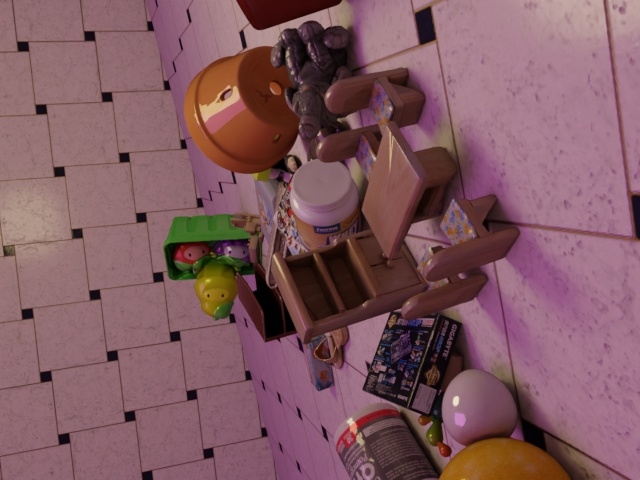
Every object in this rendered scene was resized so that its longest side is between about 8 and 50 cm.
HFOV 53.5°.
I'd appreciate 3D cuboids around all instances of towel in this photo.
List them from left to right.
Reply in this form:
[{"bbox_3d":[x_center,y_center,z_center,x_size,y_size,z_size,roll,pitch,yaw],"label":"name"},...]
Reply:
[{"bbox_3d":[-0.112,-0.024,1.780,0.187,0.049,0.282,-108,28,-75],"label":"towel"}]

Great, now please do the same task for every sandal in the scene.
[{"bbox_3d":[0.019,0.304,1.806,0.240,0.079,0.088,101,148,-55],"label":"sandal"}]

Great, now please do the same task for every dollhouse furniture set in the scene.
[{"bbox_3d":[-0.265,-0.014,2.188,0.144,0.123,0.151,93,-175,-63],"label":"dollhouse furniture set"},{"bbox_3d":[0.073,-0.016,1.085,0.394,0.257,0.362,102,147,-56],"label":"dollhouse furniture set"}]

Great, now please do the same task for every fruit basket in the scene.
[{"bbox_3d":[-0.406,0.100,2.433,0.282,0.392,0.392,98,150,-51],"label":"fruit basket"}]

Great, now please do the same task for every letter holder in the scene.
[{"bbox_3d":[-0.177,0.163,2.162,0.302,0.152,0.214,-134,35,-55],"label":"letter holder"}]

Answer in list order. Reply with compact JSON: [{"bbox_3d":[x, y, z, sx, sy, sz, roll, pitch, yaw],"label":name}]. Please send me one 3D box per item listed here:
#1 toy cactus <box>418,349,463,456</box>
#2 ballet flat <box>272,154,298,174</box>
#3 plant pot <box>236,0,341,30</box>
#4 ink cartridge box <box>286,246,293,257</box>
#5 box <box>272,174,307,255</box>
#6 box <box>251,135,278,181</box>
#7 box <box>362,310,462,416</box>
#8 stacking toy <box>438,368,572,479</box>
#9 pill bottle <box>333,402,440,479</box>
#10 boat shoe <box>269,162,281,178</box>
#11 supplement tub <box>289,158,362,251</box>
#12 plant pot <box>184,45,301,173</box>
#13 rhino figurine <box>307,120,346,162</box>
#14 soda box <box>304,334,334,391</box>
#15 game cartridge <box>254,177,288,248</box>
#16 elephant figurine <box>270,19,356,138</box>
[{"bbox_3d":[0.236,0.291,1.160,0.219,0.112,0.180,-142,59,-65],"label":"toy cactus"},{"bbox_3d":[-0.101,-0.209,1.775,0.173,0.049,0.057,-163,57,-69],"label":"ballet flat"},{"bbox_3d":[-0.076,-0.537,1.119,0.235,0.268,0.267,86,162,-65],"label":"plant pot"},{"bbox_3d":[-0.024,0.101,1.750,0.148,0.086,0.203,119,132,-65],"label":"ink cartridge box"},{"bbox_3d":[-0.030,-0.025,1.545,0.233,0.044,0.159,59,140,32],"label":"box"},{"bbox_3d":[-0.164,-0.269,1.820,0.109,0.043,0.178,46,125,56],"label":"box"},{"bbox_3d":[0.165,0.223,1.195,0.175,0.051,0.220,-69,14,-11],"label":"box"},{"bbox_3d":[0.280,0.413,0.913,0.350,0.351,0.479,100,168,-54],"label":"stacking toy"},{"bbox_3d":[0.168,0.534,1.403,0.318,0.177,0.176,-124,25,-44],"label":"pill bottle"},{"bbox_3d":[-0.161,-0.282,1.912,0.065,0.075,0.206,-9,-107,-65],"label":"boat shoe"},{"bbox_3d":[0.013,-0.065,1.351,0.199,0.144,0.144,78,167,-57],"label":"supplement tub"},{"bbox_3d":[-0.148,-0.323,1.502,0.204,0.291,0.290,-20,86,55],"label":"plant pot"},{"bbox_3d":[0.009,-0.183,1.428,0.106,0.073,0.243,62,157,17],"label":"rhino figurine"},{"bbox_3d":[-0.005,0.372,1.973,0.063,0.058,0.183,-142,39,-61],"label":"soda box"},{"bbox_3d":[-0.145,-0.072,1.995,0.198,0.062,0.297,-117,17,-44],"label":"game cartridge"},{"bbox_3d":[-0.008,-0.282,1.229,0.169,0.186,0.239,-26,72,57],"label":"elephant figurine"}]
